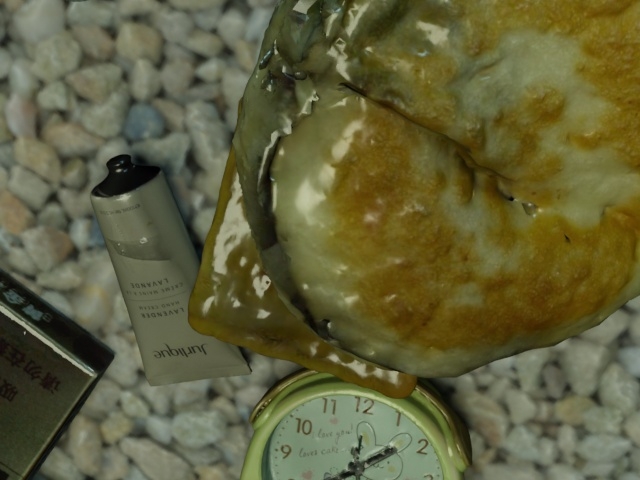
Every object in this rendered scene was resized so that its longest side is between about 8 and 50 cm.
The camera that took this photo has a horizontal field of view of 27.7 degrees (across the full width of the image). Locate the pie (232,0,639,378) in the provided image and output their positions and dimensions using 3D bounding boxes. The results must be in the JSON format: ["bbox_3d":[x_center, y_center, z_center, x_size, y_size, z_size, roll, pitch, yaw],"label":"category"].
[{"bbox_3d":[0.105,-0.065,0.787,0.339,0.077,0.339,-6,118,-12],"label":"pie"}]

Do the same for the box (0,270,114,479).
[{"bbox_3d":[-0.319,0.162,1.038,0.180,0.047,0.325,36,112,-1],"label":"box"}]

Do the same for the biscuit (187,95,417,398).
[{"bbox_3d":[0.000,0.000,0.886,0.174,0.039,0.183,14,98,20],"label":"biscuit"}]

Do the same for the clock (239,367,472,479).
[{"bbox_3d":[0.030,0.151,0.945,0.170,0.069,0.232,11,110,9],"label":"clock"}]

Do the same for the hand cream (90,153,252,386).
[{"bbox_3d":[-0.117,0.024,0.946,0.087,0.054,0.186,-10,113,20],"label":"hand cream"}]
